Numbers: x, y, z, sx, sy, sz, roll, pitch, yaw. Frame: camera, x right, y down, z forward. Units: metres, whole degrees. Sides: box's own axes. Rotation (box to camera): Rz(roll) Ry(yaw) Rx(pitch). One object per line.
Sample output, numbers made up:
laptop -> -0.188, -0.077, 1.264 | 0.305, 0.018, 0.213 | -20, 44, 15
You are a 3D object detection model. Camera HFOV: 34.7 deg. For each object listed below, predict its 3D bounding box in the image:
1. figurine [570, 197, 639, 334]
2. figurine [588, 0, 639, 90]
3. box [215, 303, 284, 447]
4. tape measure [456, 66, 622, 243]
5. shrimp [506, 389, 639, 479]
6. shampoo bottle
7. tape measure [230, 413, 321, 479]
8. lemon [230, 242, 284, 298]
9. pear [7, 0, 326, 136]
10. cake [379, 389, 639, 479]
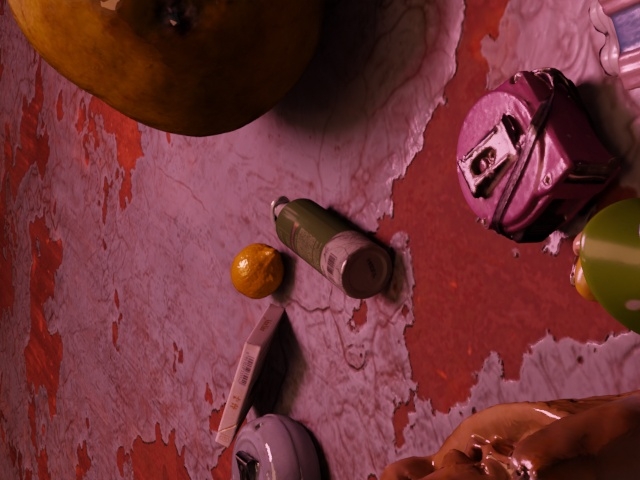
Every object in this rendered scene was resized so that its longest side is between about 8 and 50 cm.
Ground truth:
figurine -> 0.237, 0.011, 0.579 | 0.143, 0.162, 0.263 | -64, 12, -11
figurine -> 0.215, -0.132, 0.530 | 0.229, 0.112, 0.137 | 175, 87, -70
box -> -0.088, 0.166, 1.256 | 0.090, 0.024, 0.166 | -59, -10, -57
tape measure -> 0.161, -0.067, 0.790 | 0.125, 0.074, 0.118 | -58, 42, 42
shrimp -> 0.243, 0.129, 0.518 | 0.287, 0.185, 0.068 | 19, 120, 12
shampoo bottle -> 0.000, 0.000, 1.102 | 0.204, 0.065, 0.065 | 36, 123, 55
tape measure -> -0.019, 0.292, 1.130 | 0.330, 0.084, 0.163 | 6, 101, 63
lemon -> -0.075, 0.036, 1.239 | 0.092, 0.065, 0.065 | -53, 47, 48
pear -> -0.160, -0.284, 1.101 | 0.413, 0.352, 0.351 | -165, 75, -68
cake -> 0.123, 0.260, 0.629 | 0.332, 0.321, 0.332 | 15, 107, 61
